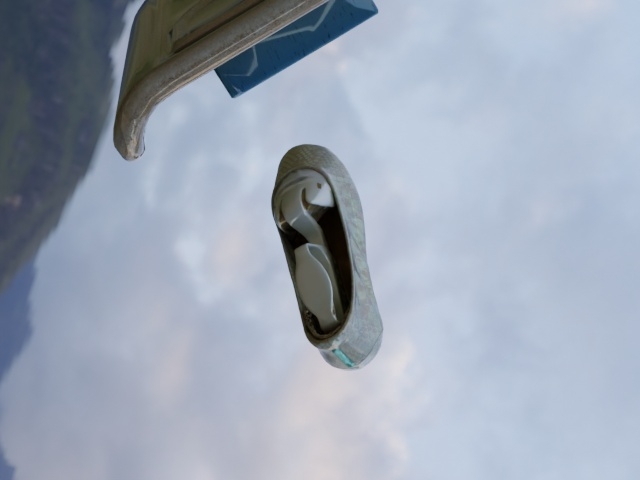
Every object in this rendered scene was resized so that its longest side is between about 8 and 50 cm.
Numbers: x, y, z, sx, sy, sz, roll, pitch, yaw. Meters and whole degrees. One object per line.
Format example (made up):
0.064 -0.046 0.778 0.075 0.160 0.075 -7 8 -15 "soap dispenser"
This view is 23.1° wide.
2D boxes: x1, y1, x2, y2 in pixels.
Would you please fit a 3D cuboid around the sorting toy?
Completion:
0.013 -0.132 0.655 0.229 0.041 0.307 -34 -164 5 "sorting toy"

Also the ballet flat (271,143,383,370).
0.000 0.000 0.958 0.057 0.052 0.168 -30 -124 18 "ballet flat"
